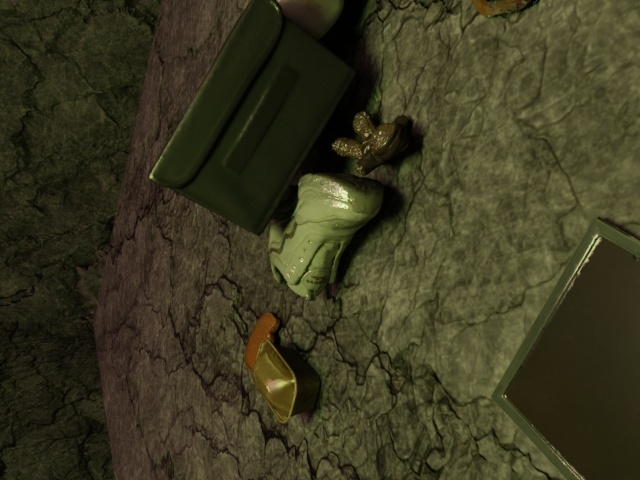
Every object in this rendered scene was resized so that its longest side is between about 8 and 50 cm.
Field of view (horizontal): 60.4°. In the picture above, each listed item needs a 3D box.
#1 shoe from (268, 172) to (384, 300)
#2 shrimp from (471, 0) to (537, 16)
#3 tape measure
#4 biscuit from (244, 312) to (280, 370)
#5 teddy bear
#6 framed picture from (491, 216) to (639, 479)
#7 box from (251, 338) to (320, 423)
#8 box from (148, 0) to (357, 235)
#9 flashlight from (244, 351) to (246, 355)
[{"bbox_3d":[0.000,0.000,0.959,0.342,0.132,0.211,-6,82,63],"label":"shoe"},{"bbox_3d":[0.253,-0.371,0.675,0.219,0.046,0.152,-29,59,58],"label":"shrimp"},{"bbox_3d":[-0.031,-0.493,1.036,0.265,0.130,0.258,-59,26,9],"label":"tape measure"},{"bbox_3d":[-0.129,0.219,1.190,0.102,0.019,0.131,-9,59,57],"label":"biscuit"},{"bbox_3d":[0.092,-0.151,0.883,0.119,0.078,0.160,-48,26,-6],"label":"teddy bear"},{"bbox_3d":[0.293,0.131,0.554,0.197,0.014,0.253,50,126,50],"label":"framed picture"},{"bbox_3d":[-0.076,0.264,1.052,0.177,0.111,0.111,34,114,55],"label":"box"},{"bbox_3d":[-0.130,-0.219,0.991,0.345,0.204,0.251,-59,19,2],"label":"box"},{"bbox_3d":[-0.136,0.260,1.218,0.110,0.031,0.052,-37,84,48],"label":"flashlight"}]
